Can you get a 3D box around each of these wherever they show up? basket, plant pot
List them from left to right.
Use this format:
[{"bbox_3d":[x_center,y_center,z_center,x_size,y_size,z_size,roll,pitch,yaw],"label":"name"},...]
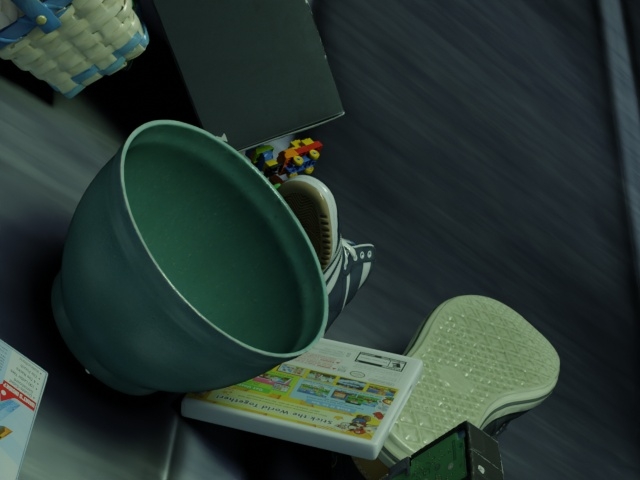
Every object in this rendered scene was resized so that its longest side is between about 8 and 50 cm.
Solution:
[{"bbox_3d":[-0.338,-0.332,1.887,0.289,0.201,0.255,39,24,-40],"label":"basket"},{"bbox_3d":[-0.164,0.046,1.730,0.293,0.196,0.293,37,31,-28],"label":"plant pot"}]

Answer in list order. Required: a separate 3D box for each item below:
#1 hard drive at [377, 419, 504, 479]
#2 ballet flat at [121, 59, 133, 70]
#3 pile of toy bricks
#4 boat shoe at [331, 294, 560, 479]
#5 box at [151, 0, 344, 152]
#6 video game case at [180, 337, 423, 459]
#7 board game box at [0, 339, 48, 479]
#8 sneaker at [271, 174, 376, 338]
[{"bbox_3d":[0.099,0.380,1.706,0.064,0.237,0.339,37,31,-29],"label":"hard drive"},{"bbox_3d":[-0.258,-0.265,2.109,0.041,0.041,0.114,38,31,-25],"label":"ballet flat"},{"bbox_3d":[-0.107,-0.089,2.085,0.212,0.118,0.105,-22,57,-44],"label":"pile of toy bricks"},{"bbox_3d":[0.160,0.206,2.071,0.187,0.156,0.500,42,31,9],"label":"boat shoe"},{"bbox_3d":[-0.120,-0.331,2.032,0.312,0.179,0.343,-105,176,-61],"label":"box"},{"bbox_3d":[-0.017,0.168,1.842,0.227,0.026,0.206,12,26,14],"label":"video game case"},{"bbox_3d":[-0.404,0.149,1.390,0.319,0.066,0.318,40,31,-23],"label":"board game box"},{"bbox_3d":[0.000,0.000,1.938,0.099,0.282,0.153,25,48,19],"label":"sneaker"}]
